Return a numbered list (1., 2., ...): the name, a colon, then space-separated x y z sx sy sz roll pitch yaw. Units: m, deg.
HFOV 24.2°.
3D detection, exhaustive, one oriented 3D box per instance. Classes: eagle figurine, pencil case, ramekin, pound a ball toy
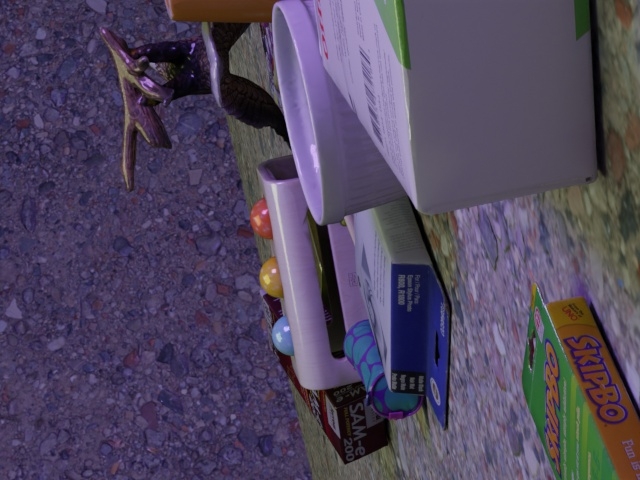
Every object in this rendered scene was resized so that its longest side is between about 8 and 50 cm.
1. eagle figurine: -0.128 -0.215 1.802 0.225 0.298 0.226 48 133 24
2. pencil case: 0.069 0.146 1.693 0.151 0.064 0.070 -117 36 -68
3. ramekin: 0.030 -0.124 1.355 0.207 0.109 0.207 169 90 -83
4. pound a ball toy: -0.007 0.025 1.816 0.208 0.136 0.319 -121 19 -71

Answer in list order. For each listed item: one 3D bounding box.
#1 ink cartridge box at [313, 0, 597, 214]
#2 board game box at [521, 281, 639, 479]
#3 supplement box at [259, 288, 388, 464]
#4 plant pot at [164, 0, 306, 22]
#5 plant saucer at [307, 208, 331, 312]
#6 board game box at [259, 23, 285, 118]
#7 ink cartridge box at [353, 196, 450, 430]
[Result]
1. ink cartridge box: 0.069 -0.164 0.927 0.273 0.115 0.198 -116 16 -63
2. board game box: 0.178 0.154 0.916 0.124 0.039 0.259 87 166 -51
3. supplement box: 0.004 0.171 2.028 0.239 0.073 0.130 54 161 41
4. plant pot: -0.083 -0.317 1.617 0.205 0.188 0.205 168 90 -84
5. plant saucer: 0.000 0.000 2.100 0.188 0.045 0.188 90 167 -62
6. board game box: -0.037 -0.255 1.973 0.347 0.056 0.208 -127 31 -75
7. ink cartridge box: 0.078 0.051 1.527 0.223 0.045 0.224 86 169 -49
